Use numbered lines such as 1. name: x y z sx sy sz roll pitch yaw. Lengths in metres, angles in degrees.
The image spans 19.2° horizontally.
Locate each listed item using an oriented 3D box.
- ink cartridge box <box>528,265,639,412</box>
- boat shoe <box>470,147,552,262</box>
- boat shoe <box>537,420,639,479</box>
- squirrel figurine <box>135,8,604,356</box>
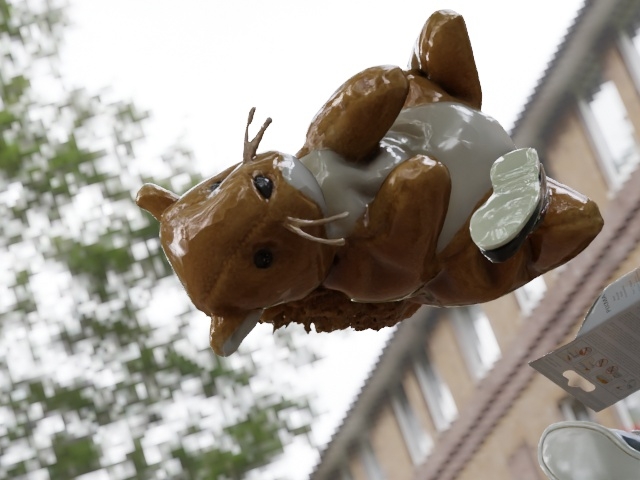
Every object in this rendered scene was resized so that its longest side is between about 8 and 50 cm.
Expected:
1. ink cartridge box: 0.325 0.101 1.988 0.179 0.045 0.145 -31 -43 25
2. boat shoe: 0.135 -0.018 1.304 0.049 0.042 0.133 -14 22 20
3. boat shoe: 0.360 0.256 2.100 0.254 0.095 0.079 6 0 42
4. squirrel figurine: 0.000 0.000 1.861 0.370 0.281 0.397 -22 -14 -32
